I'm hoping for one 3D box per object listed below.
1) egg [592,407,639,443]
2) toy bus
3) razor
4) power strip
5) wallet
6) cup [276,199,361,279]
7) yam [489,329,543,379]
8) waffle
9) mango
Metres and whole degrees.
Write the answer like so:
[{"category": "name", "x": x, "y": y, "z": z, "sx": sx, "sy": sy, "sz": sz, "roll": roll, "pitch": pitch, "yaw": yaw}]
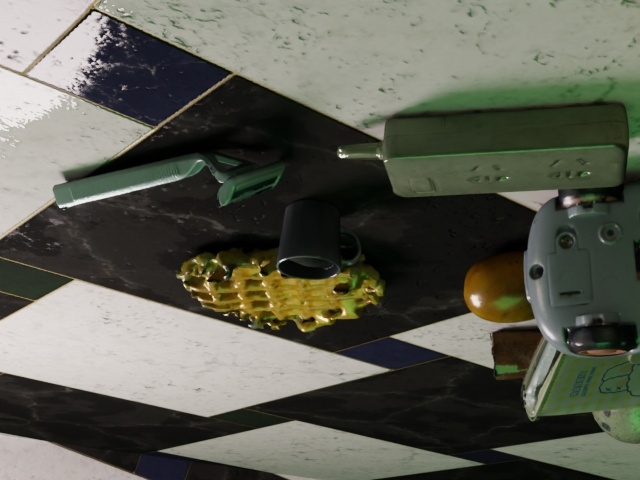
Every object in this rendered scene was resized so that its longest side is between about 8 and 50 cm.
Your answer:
[{"category": "egg", "x": 0.531, "y": 0.270, "z": 1.668, "sx": 0.141, "sy": 0.141, "sz": 0.181, "roll": -2, "pitch": 148, "yaw": 14}, {"category": "toy bus", "x": 0.384, "y": 0.034, "z": 1.099, "sx": 0.288, "sy": 0.194, "sz": 0.232, "roll": -8, "pitch": 167, "yaw": 24}, {"category": "razor", "x": -0.186, "y": -0.069, "z": 1.098, "sx": 0.278, "sy": 0.056, "sz": 0.111, "roll": -2, "pitch": -167, "yaw": 27}, {"category": "power strip", "x": 0.158, "y": -0.088, "z": 0.989, "sx": 0.288, "sy": 0.053, "sz": 0.093, "roll": -3, "pitch": 157, "yaw": 13}, {"category": "wallet", "x": 0.473, "y": 0.182, "z": 1.472, "sx": 0.310, "sy": 0.077, "sz": 0.223, "roll": -4, "pitch": 134, "yaw": -10}, {"category": "cup", "x": 0.000, "y": 0.000, "z": 1.189, "sx": 0.100, "sy": 0.077, "sz": 0.078, "roll": 5, "pitch": 157, "yaw": -1}, {"category": "yam", "x": 0.335, "y": 0.183, "z": 1.568, "sx": 0.127, "sy": 0.084, "sz": 0.084, "roll": -2, "pitch": 157, "yaw": 10}, {"category": "waffle", "x": -0.057, "y": 0.067, "z": 1.379, "sx": 0.262, "sy": 0.060, "sz": 0.281, "roll": 21, "pitch": 152, "yaw": -35}, {"category": "mango", "x": 0.267, "y": 0.059, "z": 1.277, "sx": 0.163, "sy": 0.089, "sz": 0.111, "roll": -1, "pitch": 157, "yaw": -10}]
